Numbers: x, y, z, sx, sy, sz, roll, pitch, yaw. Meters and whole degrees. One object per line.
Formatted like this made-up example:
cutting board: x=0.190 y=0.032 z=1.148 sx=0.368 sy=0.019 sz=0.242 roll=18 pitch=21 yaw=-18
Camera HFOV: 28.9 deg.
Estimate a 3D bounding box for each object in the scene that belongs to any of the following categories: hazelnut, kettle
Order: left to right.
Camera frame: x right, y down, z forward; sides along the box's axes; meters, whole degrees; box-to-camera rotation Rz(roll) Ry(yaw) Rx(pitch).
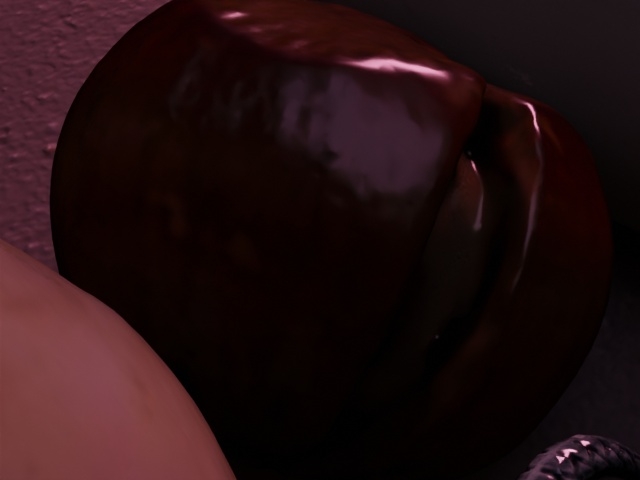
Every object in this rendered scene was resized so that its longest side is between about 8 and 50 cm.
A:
hazelnut: x=0.000 y=0.000 z=0.566 sx=0.251 sy=0.217 sz=0.217 roll=23 pitch=48 yaw=-11
kettle: x=0.135 y=-0.164 z=0.682 sx=0.318 sy=0.205 sz=0.265 roll=27 pitch=91 yaw=21

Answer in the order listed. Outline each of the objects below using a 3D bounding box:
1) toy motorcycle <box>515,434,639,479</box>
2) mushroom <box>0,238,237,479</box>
toy motorcycle: x=0.020 y=0.193 z=0.301 sx=0.113 sy=0.169 sz=0.315 roll=-1 pitch=69 yaw=46
mushroom: x=-0.184 y=0.147 z=0.340 sx=0.353 sy=0.325 sz=0.353 roll=-2 pitch=71 yaw=6
